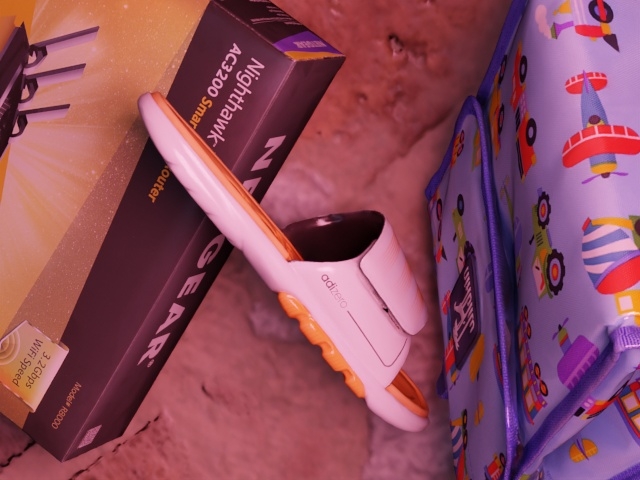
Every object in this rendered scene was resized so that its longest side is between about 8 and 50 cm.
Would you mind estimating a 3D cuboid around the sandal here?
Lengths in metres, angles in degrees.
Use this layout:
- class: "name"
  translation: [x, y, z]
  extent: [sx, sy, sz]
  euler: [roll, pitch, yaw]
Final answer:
- class: "sandal"
  translation: [0.002, 0.003, 1.086]
  extent: [0.076, 0.102, 0.265]
  euler: [-38, 113, 4]

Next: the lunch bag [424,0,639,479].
- class: "lunch bag"
  translation: [0.132, 0.017, 0.991]
  extent: [0.293, 0.138, 0.221]
  euler: [125, 143, -56]

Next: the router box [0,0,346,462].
- class: "router box"
  translation: [-0.165, -0.055, 1.201]
  extent: [0.243, 0.081, 0.308]
  euler: [36, 110, 15]

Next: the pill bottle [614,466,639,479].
- class: "pill bottle"
  translation: [0.226, 0.137, 1.021]
  extent: [0.146, 0.146, 0.264]
  euler: [32, 108, 17]
